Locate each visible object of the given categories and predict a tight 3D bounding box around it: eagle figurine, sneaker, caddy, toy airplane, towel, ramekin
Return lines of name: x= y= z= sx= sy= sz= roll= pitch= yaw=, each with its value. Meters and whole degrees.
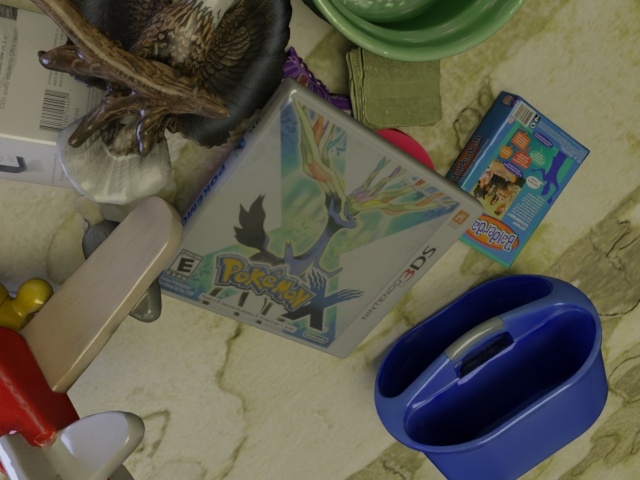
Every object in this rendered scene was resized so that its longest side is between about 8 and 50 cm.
eagle figurine: x=-0.139 y=-0.195 z=0.635 sx=0.225 sy=0.298 sz=0.226 roll=-12 pitch=121 yaw=4
sneaker: x=-0.026 y=-0.193 z=0.801 sx=0.170 sy=0.068 sz=0.071 roll=16 pitch=94 yaw=-27
caddy: x=0.244 y=0.189 z=0.954 sx=0.341 sy=0.241 sz=0.179 roll=-33 pitch=125 yaw=-4
toy airplane: x=-0.331 y=0.143 z=0.719 sx=0.386 sy=0.272 sz=0.384 roll=-3 pitch=87 yaw=5
towel: x=0.097 y=-0.195 z=0.837 sx=0.148 sy=0.027 sz=0.110 roll=-12 pitch=105 yaw=-32
ramekin: x=0.089 y=-0.359 z=0.721 sx=0.303 sy=0.148 sz=0.303 roll=-7 pitch=113 yaw=-16

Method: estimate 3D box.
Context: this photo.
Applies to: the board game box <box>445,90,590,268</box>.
board game box: x=0.268 y=-0.083 z=0.954 sx=0.160 sy=0.047 sz=0.210 roll=28 pitch=100 yaw=-27

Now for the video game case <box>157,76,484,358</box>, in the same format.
video game case: x=0.000 y=0.000 z=0.821 sx=0.329 sy=0.036 sz=0.300 roll=26 pitch=114 yaw=-34

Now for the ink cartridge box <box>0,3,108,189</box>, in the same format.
ink cartridge box: x=-0.315 y=-0.147 z=0.661 sx=0.218 sy=0.158 sz=0.092 roll=9 pitch=153 yaw=-23

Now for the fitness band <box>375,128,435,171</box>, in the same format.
fitness band: x=0.019 y=-0.055 z=0.882 sx=0.291 sy=0.054 sz=0.209 roll=-3 pitch=110 yaw=-19
